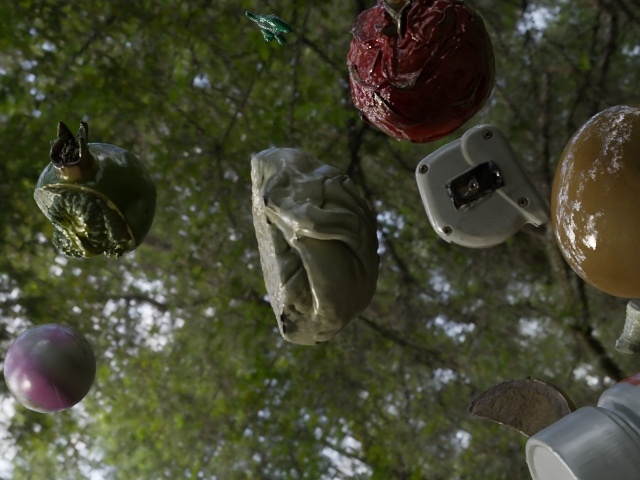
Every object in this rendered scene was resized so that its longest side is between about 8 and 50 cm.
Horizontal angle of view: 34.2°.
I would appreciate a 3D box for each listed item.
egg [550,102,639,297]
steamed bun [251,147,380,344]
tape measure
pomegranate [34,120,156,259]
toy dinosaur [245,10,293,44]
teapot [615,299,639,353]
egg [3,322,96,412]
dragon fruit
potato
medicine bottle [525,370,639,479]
[{"bbox_3d":[0.585,-0.074,1.950,0.301,0.301,0.374,-39,-48,-53],"label":"egg"},{"bbox_3d":[0.000,0.000,1.740,0.275,0.206,0.320,-144,48,-75],"label":"steamed bun"},{"bbox_3d":[0.355,-0.107,2.284,0.265,0.258,0.130,-31,-6,6],"label":"tape measure"},{"bbox_3d":[-0.480,-0.108,2.195,0.260,0.260,0.341,-52,-28,-34],"label":"pomegranate"},{"bbox_3d":[-0.116,-0.504,2.419,0.059,0.132,0.096,-63,-19,-4],"label":"toy dinosaur"},{"bbox_3d":[0.511,0.144,1.673,0.067,0.057,0.083,12,-71,-25],"label":"teapot"},{"bbox_3d":[-0.571,0.264,2.196,0.196,0.196,0.271,-56,-6,-24],"label":"egg"},{"bbox_3d":[0.180,-0.318,1.907,0.277,0.277,0.342,-58,-25,-19],"label":"dragon fruit"},{"bbox_3d":[0.471,0.373,2.328,0.098,0.243,0.138,18,-87,-63],"label":"potato"},{"bbox_3d":[0.473,0.257,1.347,0.371,0.211,0.211,-25,-30,-11],"label":"medicine bottle"}]
